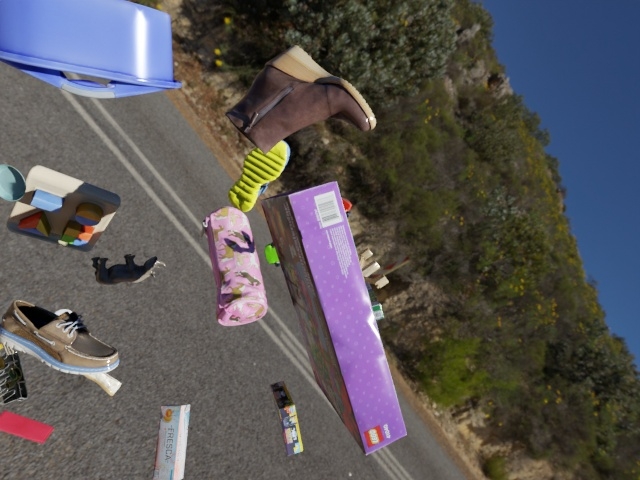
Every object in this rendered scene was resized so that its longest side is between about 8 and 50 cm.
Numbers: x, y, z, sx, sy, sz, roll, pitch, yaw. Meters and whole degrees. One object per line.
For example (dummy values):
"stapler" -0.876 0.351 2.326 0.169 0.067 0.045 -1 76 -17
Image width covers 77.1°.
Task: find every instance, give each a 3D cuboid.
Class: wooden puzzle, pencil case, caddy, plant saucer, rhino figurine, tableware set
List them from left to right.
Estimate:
"tableware set" -1.008 0.397 1.278 0.024 0.104 0.154 -36 109 -68
"plant saucer" -1.011 -0.189 1.308 0.119 0.119 0.021 57 14 -13
"wooden puzzle" -1.032 -0.098 1.610 0.322 0.348 0.080 24 33 -36
"caddy" -0.441 -0.366 0.764 0.341 0.179 0.241 2 22 -27
"rhino figurine" -0.694 0.104 1.464 0.073 0.243 0.106 -166 -108 -64
"pencil case" -0.280 0.080 1.291 0.160 0.167 0.386 95 -22 -57

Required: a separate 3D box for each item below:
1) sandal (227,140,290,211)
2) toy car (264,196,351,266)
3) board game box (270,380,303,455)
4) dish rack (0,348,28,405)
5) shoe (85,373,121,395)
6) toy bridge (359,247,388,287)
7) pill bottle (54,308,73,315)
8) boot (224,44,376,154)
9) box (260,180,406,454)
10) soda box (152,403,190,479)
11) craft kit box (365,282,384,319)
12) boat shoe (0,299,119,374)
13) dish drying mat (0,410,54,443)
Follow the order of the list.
"sandal" -0.208 -0.240 1.391 0.126 0.317 0.138 43 39 -10
"toy car" -0.021 0.016 0.947 0.053 0.225 0.239 -55 137 -68
"board game box" -0.103 0.517 1.184 0.170 0.048 0.141 -170 -110 -74
"dish rack" -1.122 0.441 1.342 0.208 0.074 0.271 52 -14 27
"shoe" -0.918 0.548 1.653 0.219 0.058 0.076 52 -21 -19
"toy bridge" 0.140 0.085 1.156 0.026 0.063 0.188 51 9 -25
"pill bottle" -0.689 0.235 1.064 0.067 0.120 0.067 24 38 -20
"boot" -0.039 -0.244 0.800 0.248 0.207 0.090 41 -3 6
"box" 0.004 0.079 0.508 0.201 0.057 0.293 -166 -121 -74
"soda box" -0.388 0.527 1.050 0.063 0.058 0.183 75 14 -70
"craft kit box" 0.073 0.233 1.381 0.246 0.250 0.061 -105 178 -81
"boat shoe" -0.389 0.143 0.600 0.183 0.066 0.066 19 11 -3
"dish drying mat" -0.491 0.309 0.663 0.083 0.008 0.032 24 26 -10
